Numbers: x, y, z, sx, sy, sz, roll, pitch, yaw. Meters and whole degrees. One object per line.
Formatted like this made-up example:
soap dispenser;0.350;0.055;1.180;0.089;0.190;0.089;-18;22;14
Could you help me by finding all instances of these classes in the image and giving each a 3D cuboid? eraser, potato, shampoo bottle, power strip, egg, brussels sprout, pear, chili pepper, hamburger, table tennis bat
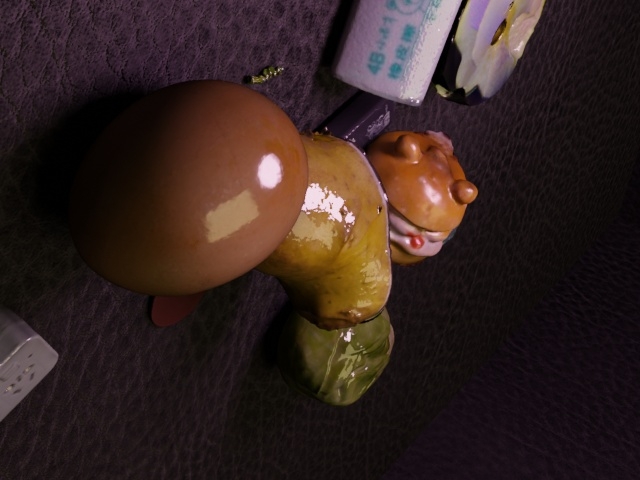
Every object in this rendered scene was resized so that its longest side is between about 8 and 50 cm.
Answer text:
eraser;0.147;-0.410;1.819;0.104;0.189;0.289;-82;-170;-65
potato;-0.064;-0.003;1.800;0.296;0.290;0.396;-20;120;-47
shampoo bottle;0.078;-0.238;2.016;0.309;0.071;0.098;-45;149;-26
power strip;-0.523;0.187;1.427;0.229;0.141;0.261;-48;167;-15
egg;-0.192;-0.077;1.464;0.374;0.301;0.301;-32;145;-33
brussels sprout;0.036;0.238;2.286;0.328;0.247;0.328;-36;146;-29
pear;0.306;-0.477;2.026;0.399;0.165;0.398;-41;150;-30
chili pepper;-0.097;-0.284;1.714;0.083;0.022;0.027;-28;144;-38
hamburger;0.185;-0.112;2.063;0.276;0.276;0.237;-24;162;-48
table tennis bat;-0.238;0.045;1.842;0.154;0.021;0.274;-11;130;-58

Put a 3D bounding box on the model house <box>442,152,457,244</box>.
model house;0.264;-0.116;2.359;0.194;0.170;0.211;-15;131;-51
